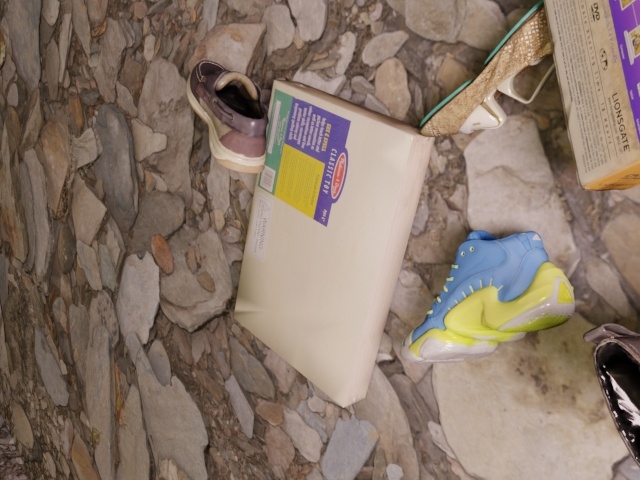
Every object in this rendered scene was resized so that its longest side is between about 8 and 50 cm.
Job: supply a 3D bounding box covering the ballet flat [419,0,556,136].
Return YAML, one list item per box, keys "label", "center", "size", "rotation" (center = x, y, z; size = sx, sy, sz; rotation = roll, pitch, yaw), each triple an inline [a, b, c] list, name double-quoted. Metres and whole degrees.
- label: "ballet flat"
  center: [0.189, -0.161, 0.666]
  size: [0.067, 0.073, 0.206]
  rotation: [52, 136, 7]

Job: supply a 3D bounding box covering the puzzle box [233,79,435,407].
- label: "puzzle box"
  center: [0.000, 0.000, 0.904]
  size: [0.272, 0.052, 0.408]
  rotation: [32, 120, 38]

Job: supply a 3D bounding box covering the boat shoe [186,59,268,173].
- label: "boat shoe"
  center: [-0.132, -0.208, 0.934]
  size: [0.092, 0.103, 0.285]
  rotation: [-62, 33, 30]

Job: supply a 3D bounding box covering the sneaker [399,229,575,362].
- label: "sneaker"
  center: [0.179, 0.064, 0.723]
  size: [0.240, 0.091, 0.126]
  rotation: [-32, 57, 45]

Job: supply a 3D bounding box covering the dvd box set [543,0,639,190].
- label: "dvd box set"
  center: [0.299, -0.239, 0.386]
  size: [0.420, 0.062, 0.307]
  rotation: [141, 125, -67]

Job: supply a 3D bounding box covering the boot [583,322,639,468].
- label: "boot"
  center: [0.319, 0.163, 0.473]
  size: [0.091, 0.229, 0.263]
  rotation: [-49, 63, 40]
